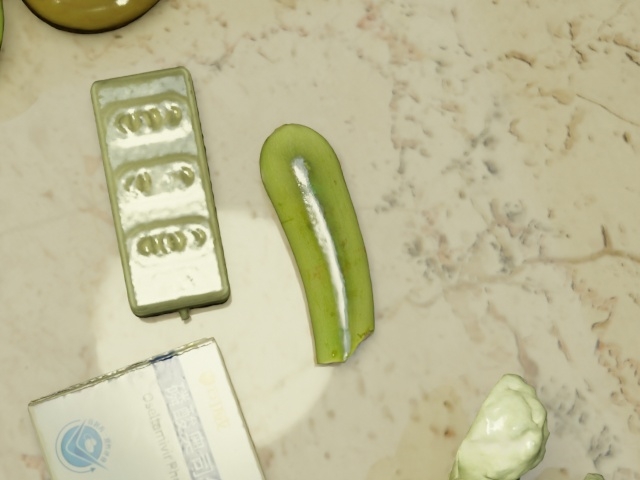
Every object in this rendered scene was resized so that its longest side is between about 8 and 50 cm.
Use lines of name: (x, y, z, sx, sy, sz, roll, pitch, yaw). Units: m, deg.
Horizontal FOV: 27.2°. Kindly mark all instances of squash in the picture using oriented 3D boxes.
squash: (0.000, 0.000, 1.350, 0.083, 0.083, 0.250, -16, 87, -4)

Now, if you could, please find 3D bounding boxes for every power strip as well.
power strip: (-0.161, -0.044, 1.350, 0.105, 0.070, 0.257, -11, 84, -3)

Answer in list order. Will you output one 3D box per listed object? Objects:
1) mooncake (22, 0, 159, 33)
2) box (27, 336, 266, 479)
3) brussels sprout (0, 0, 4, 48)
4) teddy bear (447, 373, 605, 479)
mooncake: (-0.224, -0.335, 1.342, 0.234, 0.117, 0.235, -1, 93, -13)
box: (-0.140, 0.289, 1.307, 0.200, 0.065, 0.343, -20, 84, -4)
brussels sprout: (-0.399, -0.241, 1.301, 0.223, 0.223, 0.161, 41, 45, 3)
teddy bear: (0.242, 0.358, 1.185, 0.362, 0.375, 0.327, 26, 45, 8)
